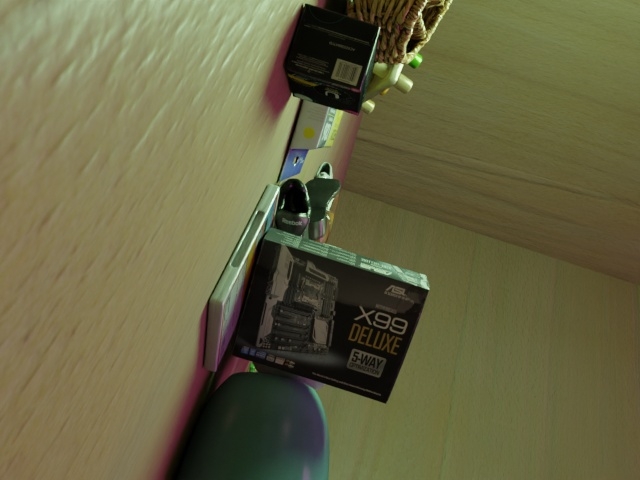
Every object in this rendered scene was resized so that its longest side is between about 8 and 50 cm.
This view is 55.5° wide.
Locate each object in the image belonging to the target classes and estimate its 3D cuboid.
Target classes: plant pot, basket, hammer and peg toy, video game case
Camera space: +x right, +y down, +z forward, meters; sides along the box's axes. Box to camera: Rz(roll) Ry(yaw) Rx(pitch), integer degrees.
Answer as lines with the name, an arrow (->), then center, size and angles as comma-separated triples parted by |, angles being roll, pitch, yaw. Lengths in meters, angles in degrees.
plant pot -> -0.113, 0.394, 1.184 | 0.293, 0.293, 0.235 | 103, -1, -63
basket -> 0.179, -0.456, 1.183 | 0.299, 0.223, 0.213 | -28, 117, -78
hammer and peg toy -> 0.180, -0.521, 1.605 | 0.266, 0.127, 0.361 | -13, -129, 63
video game case -> -0.137, 0.062, 1.072 | 0.204, 0.025, 0.285 | 105, 4, -47

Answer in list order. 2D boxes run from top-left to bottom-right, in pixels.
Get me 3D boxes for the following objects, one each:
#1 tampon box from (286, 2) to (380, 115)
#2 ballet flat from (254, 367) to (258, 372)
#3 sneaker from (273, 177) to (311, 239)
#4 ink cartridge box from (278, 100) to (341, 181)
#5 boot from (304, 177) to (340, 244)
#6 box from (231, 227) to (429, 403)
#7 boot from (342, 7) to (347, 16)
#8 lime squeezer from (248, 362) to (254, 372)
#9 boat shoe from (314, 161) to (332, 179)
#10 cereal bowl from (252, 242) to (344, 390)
tampon box -> 0.020, -0.278, 0.962 | 0.161, 0.120, 0.101 | 51, 56, -87
ballet flat -> -0.183, 0.471, 1.921 | 0.248, 0.086, 0.086 | -123, -131, -72
sneaker -> -0.058, -0.016, 1.184 | 0.106, 0.078, 0.234 | 120, -28, -80
ink cartridge box -> 0.006, -0.273, 1.309 | 0.303, 0.072, 0.307 | -59, 165, -78
boot -> 0.000, 0.000, 1.607 | 0.264, 0.096, 0.280 | -86, 177, -54
box -> 0.016, 0.138, 1.121 | 0.076, 0.307, 0.242 | -72, 180, -72
boot -> 0.100, -0.528, 1.431 | 0.189, 0.076, 0.208 | 76, 24, -61
lime squeezer -> -0.247, 0.532, 1.898 | 0.110, 0.059, 0.310 | -117, -146, -49
boat shoe -> 0.008, -0.192, 1.967 | 0.184, 0.066, 0.063 | -65, 159, -52
cereal bowl -> -0.063, 0.154, 1.324 | 0.339, 0.141, 0.339 | -38, -140, 41
